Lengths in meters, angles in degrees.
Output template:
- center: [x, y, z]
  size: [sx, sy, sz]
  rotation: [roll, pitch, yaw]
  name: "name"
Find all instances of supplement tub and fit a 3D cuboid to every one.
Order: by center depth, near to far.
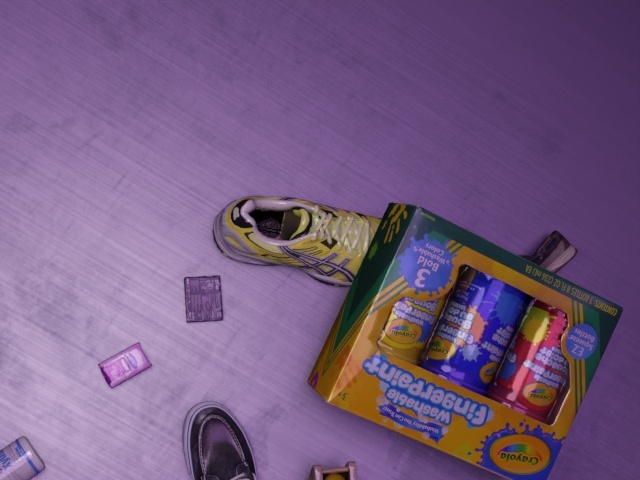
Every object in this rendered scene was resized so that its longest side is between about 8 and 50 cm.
- center: [-0.522, 0.383, 1.577]
  size: [0.107, 0.071, 0.071]
  rotation: [-35, 89, -19]
  name: "supplement tub"

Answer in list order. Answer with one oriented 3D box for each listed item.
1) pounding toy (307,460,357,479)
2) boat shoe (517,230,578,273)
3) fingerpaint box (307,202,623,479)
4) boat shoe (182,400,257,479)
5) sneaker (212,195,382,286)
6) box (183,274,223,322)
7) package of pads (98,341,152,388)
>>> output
- center: [0.003, 0.524, 1.627]
  size: [0.155, 0.154, 0.269]
  rotation: [-2, 72, -15]
  name: "pounding toy"
- center: [0.410, 0.060, 1.873]
  size: [0.223, 0.080, 0.073]
  rotation: [-35, 81, -20]
  name: "boat shoe"
- center: [0.261, 0.190, 1.703]
  size: [0.445, 0.163, 0.371]
  rotation: [26, 88, -14]
  name: "fingerpaint box"
- center: [-0.149, 0.439, 1.635]
  size: [0.121, 0.119, 0.335]
  rotation: [-16, 84, -16]
  name: "boat shoe"
- center: [0.000, 0.000, 1.741]
  size: [0.384, 0.147, 0.145]
  rotation: [4, 77, -15]
  name: "sneaker"
- center: [-0.214, 0.107, 1.734]
  size: [0.067, 0.018, 0.083]
  rotation: [-3, 81, -15]
  name: "box"
- center: [-0.345, 0.220, 1.673]
  size: [0.083, 0.032, 0.050]
  rotation: [-29, 85, -17]
  name: "package of pads"
